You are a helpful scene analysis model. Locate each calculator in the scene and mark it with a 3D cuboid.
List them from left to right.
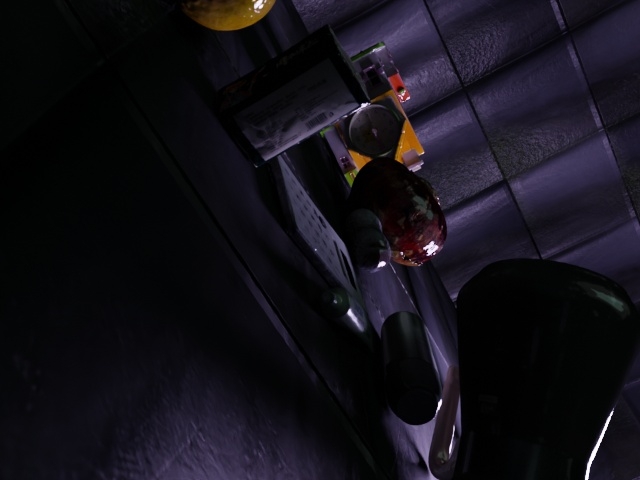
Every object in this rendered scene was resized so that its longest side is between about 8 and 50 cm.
[{"bbox_3d":[0.000,0.000,1.030,0.262,0.021,0.161,51,16,-47],"label":"calculator"}]

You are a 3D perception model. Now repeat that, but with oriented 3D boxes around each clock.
[{"bbox_3d":[0.118,-0.285,1.711,0.310,0.235,0.166,63,12,-6],"label":"clock"}]

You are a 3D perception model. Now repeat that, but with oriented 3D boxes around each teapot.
[{"bbox_3d":[0.270,0.222,0.967,0.253,0.300,0.344,27,68,-22],"label":"teapot"}]

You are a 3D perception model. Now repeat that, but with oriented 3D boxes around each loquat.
[{"bbox_3d":[-0.134,-0.360,0.915,0.172,0.149,0.204,51,4,-33],"label":"loquat"}]

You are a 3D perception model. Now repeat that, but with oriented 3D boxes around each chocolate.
[{"bbox_3d":[0.088,-0.001,1.328,0.072,0.072,0.167,56,11,-36],"label":"chocolate"}]

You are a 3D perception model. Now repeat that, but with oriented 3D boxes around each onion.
[{"bbox_3d":[0.160,-0.055,1.492,0.246,0.190,0.246,42,14,-13],"label":"onion"}]

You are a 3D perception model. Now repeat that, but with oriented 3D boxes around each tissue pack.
[{"bbox_3d":[-0.035,-0.177,0.878,0.103,0.170,0.090,52,15,-37],"label":"tissue pack"}]

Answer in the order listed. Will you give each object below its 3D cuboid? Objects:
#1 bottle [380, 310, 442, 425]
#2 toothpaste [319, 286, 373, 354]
[{"bbox_3d":[0.129,0.181,1.061,0.096,0.079,0.254,50,13,-13],"label":"bottle"},{"bbox_3d":[0.041,0.102,0.940,0.218,0.041,0.064,48,31,-64],"label":"toothpaste"}]
